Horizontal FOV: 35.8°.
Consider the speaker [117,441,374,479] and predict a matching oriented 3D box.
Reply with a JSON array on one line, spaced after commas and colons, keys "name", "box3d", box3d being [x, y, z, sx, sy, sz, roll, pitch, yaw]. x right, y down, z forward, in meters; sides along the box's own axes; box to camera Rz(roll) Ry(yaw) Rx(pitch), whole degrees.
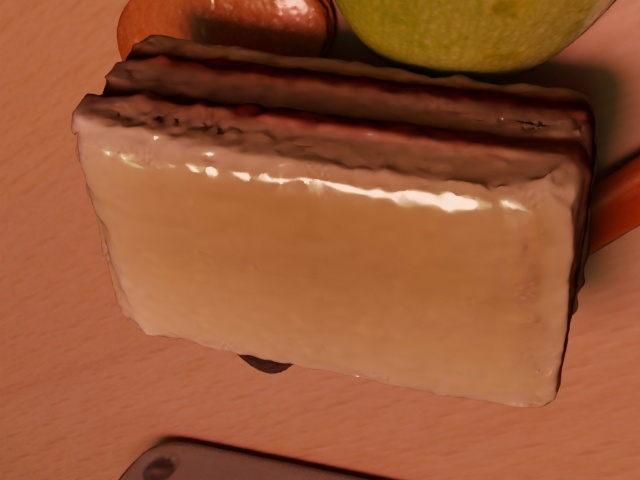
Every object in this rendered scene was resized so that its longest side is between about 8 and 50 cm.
[{"name": "speaker", "box3d": [-0.016, 0.340, 0.943, 0.406, 0.183, 0.184, 5, 128, 25]}]

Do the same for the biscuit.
[{"name": "biscuit", "box3d": [-0.066, -0.114, 0.763, 0.186, 0.036, 0.192, 0, 121, 27]}]

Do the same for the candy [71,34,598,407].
[{"name": "candy", "box3d": [0.013, -0.014, 0.647, 0.320, 0.135, 0.179, 11, 132, 14]}]

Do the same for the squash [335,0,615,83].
[{"name": "squash", "box3d": [0.106, -0.235, 0.575, 0.233, 0.210, 0.309, 25, 158, 11]}]

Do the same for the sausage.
[{"name": "sausage", "box3d": [0.205, -0.028, 0.670, 0.041, 0.039, 0.131, 42, 132, -11]}]

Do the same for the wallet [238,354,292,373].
[{"name": "wallet", "box3d": [0.000, 0.000, 0.784, 0.165, 0.042, 0.309, 40, 131, -19]}]
